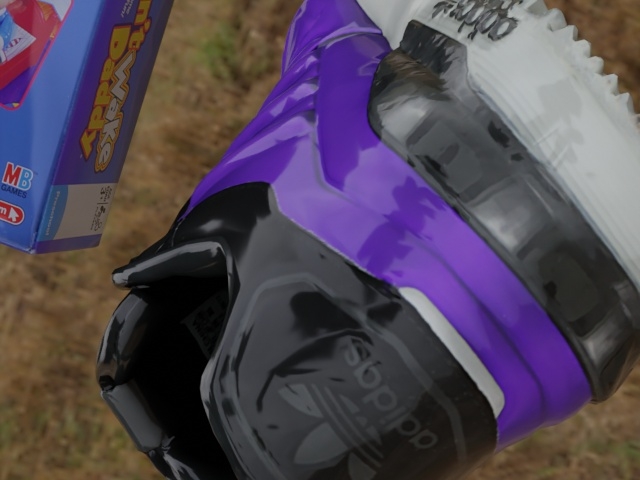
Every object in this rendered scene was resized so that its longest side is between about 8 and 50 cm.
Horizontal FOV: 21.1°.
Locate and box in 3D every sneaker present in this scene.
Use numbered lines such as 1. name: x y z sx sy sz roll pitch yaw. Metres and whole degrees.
1. sneaker: 0.000 -0.001 0.477 0.146 0.102 0.293 -39 11 1

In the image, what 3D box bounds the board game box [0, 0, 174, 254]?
1. board game box: -0.231 -0.161 0.763 0.078 0.347 0.233 -9 -61 -75
